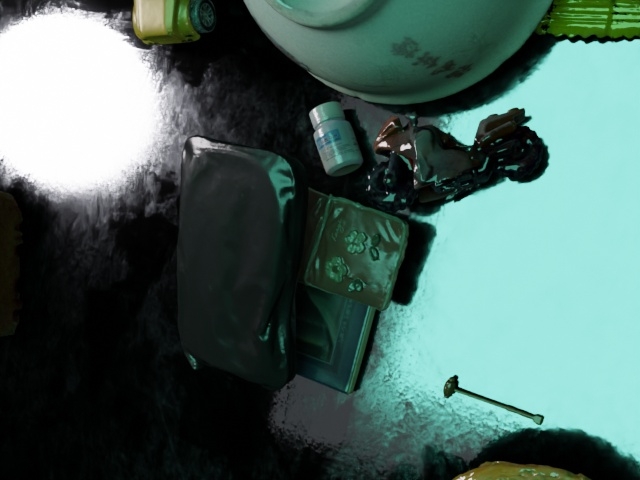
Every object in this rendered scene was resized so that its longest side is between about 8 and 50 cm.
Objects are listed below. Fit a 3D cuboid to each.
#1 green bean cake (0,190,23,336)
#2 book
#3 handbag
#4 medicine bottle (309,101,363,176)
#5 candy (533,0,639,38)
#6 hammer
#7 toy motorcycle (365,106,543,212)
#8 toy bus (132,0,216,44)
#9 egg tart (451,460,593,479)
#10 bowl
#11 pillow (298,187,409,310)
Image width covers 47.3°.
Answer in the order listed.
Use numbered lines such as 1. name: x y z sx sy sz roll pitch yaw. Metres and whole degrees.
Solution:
1. green bean cake: -0.576 0.022 1.210 0.198 0.097 0.233 15 95 26
2. book: -0.053 0.075 1.001 0.269 0.025 0.191 17 95 24
3. handbag: -0.106 0.036 0.943 0.191 0.075 0.333 15 112 29
4. medicine bottle: 0.019 -0.133 0.958 0.052 0.052 0.089 -23 79 23
5. candy: 0.290 -0.370 0.789 0.187 0.081 0.297 11 115 25
6. hammer: 0.207 0.196 0.883 0.122 0.014 0.029 16 104 22
7. toy motorcycle: 0.152 -0.110 0.877 0.212 0.084 0.118 -15 69 10
8. toy bus: -0.221 -0.457 1.041 0.121 0.123 0.336 4 90 25
9. egg tart: 0.241 0.389 0.804 0.314 0.120 0.315 0 89 27
10. bowl: 0.037 -0.337 0.789 0.434 0.196 0.435 14 121 25
11. pillow: 0.000 0.000 0.941 0.232 0.043 0.126 19 99 25
